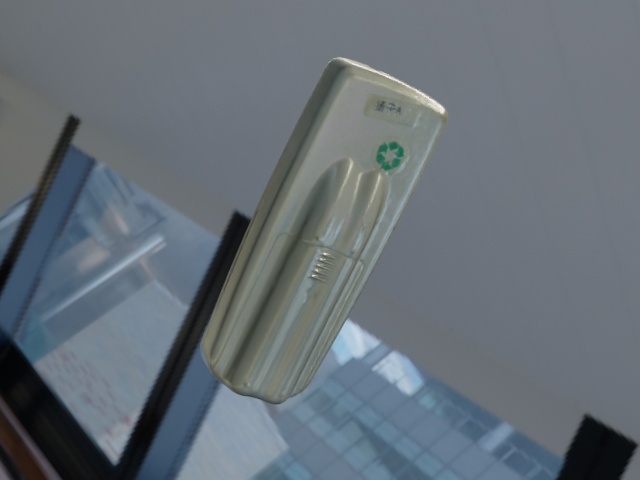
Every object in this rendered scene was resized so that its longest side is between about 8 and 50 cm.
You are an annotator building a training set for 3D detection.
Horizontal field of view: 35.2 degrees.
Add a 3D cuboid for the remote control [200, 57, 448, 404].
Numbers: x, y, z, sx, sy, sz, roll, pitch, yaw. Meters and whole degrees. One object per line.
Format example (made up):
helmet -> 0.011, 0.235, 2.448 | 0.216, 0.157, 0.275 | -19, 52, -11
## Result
remote control -> 0.000, -0.001, 0.661 | 0.090, 0.230, 0.049 | 20, 13, -25
